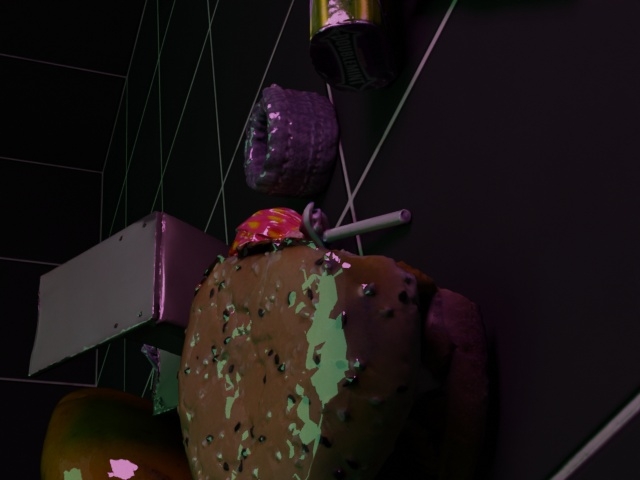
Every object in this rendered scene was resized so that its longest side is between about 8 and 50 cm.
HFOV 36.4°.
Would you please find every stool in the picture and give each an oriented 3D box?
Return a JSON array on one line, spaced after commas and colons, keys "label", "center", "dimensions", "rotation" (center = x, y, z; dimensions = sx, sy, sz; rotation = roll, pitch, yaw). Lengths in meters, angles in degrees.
[{"label": "stool", "center": [-0.233, 0.118, 1.404], "dimensions": [0.270, 0.243, 0.170], "rotation": [-25, 53, 31]}]

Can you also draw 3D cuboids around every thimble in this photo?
[{"label": "thimble", "center": [-0.043, -0.129, 1.316], "dimensions": [0.150, 0.098, 0.150], "rotation": [-173, 90, -71]}]

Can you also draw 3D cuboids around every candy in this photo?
[{"label": "candy", "center": [0.000, 0.000, 1.178], "dimensions": [0.365, 0.124, 0.124], "rotation": [-14, 69, 61]}]

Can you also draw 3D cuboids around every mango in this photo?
[{"label": "mango", "center": [-0.319, 0.373, 1.596], "dimensions": [0.446, 0.300, 0.232], "rotation": [27, 91, 60]}]

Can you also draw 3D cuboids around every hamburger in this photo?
[{"label": "hamburger", "center": [0.005, 0.149, 0.892], "dimensions": [0.318, 0.195, 0.277], "rotation": [-14, 67, 53]}]

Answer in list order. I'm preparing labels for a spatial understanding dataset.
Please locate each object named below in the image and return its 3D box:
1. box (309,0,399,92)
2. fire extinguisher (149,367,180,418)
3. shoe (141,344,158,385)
[{"label": "box", "center": [0.031, -0.355, 1.147], "dimensions": [0.134, 0.097, 0.345], "rotation": [53, -148, -61]}, {"label": "fire extinguisher", "center": [-0.258, 0.191, 1.809], "dimensions": [0.118, 0.093, 0.294], "rotation": [9, 92, 48]}, {"label": "shoe", "center": [-0.249, 0.165, 1.655], "dimensions": [0.245, 0.138, 0.095], "rotation": [53, 134, 41]}]
